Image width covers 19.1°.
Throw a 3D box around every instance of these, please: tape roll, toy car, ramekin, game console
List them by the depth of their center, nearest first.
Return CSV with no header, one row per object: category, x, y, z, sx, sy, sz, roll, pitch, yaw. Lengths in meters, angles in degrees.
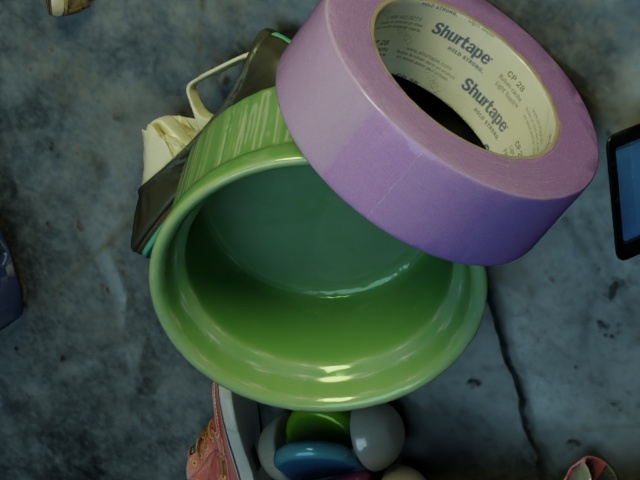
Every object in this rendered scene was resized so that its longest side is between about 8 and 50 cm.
tape roll,0.101,-0.110,1.619,0.275,0.275,0.090,40,125,1
game console,0.316,-0.047,1.674,0.107,0.071,0.122,3,117,25
ramekin,0.000,0.000,1.749,0.303,0.148,0.303,1,130,2
toy car,0.013,0.253,1.935,0.159,0.136,0.182,-12,109,30

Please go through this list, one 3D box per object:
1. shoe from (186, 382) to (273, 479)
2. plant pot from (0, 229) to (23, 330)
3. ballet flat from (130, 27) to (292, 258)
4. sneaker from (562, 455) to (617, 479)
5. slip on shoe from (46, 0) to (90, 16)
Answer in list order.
shoe,-0.107,0.213,2.015,0.081,0.063,0.178,-1,119,21
plant pot,-0.474,0.011,1.991,0.236,0.236,0.212,4,110,23
ballet flat,-0.107,-0.101,1.844,0.280,0.095,0.096,-43,83,25
sneaker,0.248,0.282,1.878,0.319,0.112,0.131,-16,81,35
slip on shoe,-0.249,-0.284,1.841,0.041,0.051,0.135,-9,107,-14
